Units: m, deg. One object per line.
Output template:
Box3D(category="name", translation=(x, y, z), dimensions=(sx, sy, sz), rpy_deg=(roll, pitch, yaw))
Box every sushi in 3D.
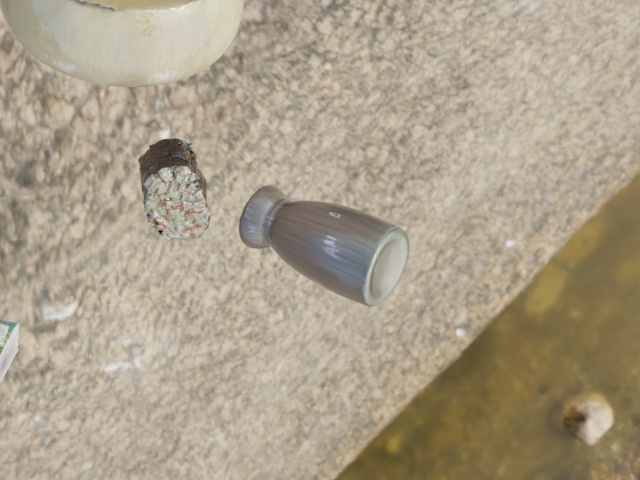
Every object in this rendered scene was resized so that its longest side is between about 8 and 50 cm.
Box3D(category="sushi", translation=(-0.201, -0.066, 1.154), dimensions=(0.090, 0.078, 0.150), rpy_deg=(-12, 142, -6))

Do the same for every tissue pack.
Box3D(category="tissue pack", translation=(-0.446, 0.127, 1.044), dimensions=(0.111, 0.085, 0.079), rpy_deg=(13, 124, -6))

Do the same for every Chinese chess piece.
Box3D(category="Chinese chess piece", translation=(-0.202, -0.266, 0.857), dimensions=(0.249, 0.250, 0.103), rpy_deg=(-6, 140, -19))

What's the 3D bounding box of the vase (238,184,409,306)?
Box3D(category="vase", translation=(0.000, 0.000, 0.520), dimensions=(0.053, 0.100, 0.053), rpy_deg=(-40, 142, -42))
